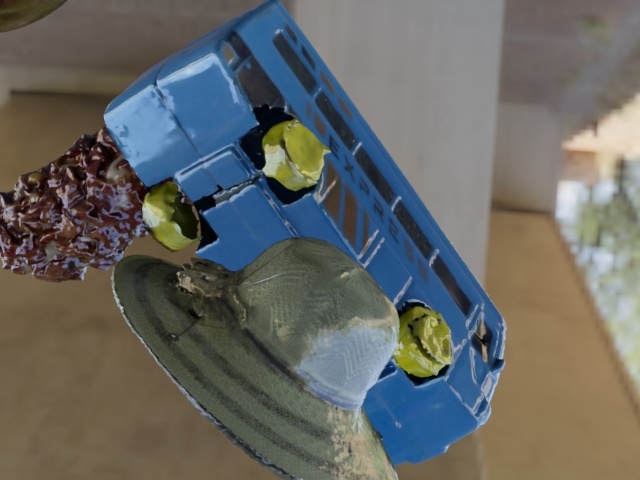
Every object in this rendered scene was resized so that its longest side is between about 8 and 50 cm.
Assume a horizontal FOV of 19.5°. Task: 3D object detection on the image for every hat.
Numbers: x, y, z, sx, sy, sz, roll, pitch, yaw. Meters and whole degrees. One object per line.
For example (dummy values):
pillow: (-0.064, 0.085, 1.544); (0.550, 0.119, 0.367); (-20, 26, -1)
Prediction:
hat: (-0.010, 0.057, 1.238); (0.252, 0.110, 0.252); (38, -168, -10)

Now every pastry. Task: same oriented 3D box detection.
pastry: (-0.187, -0.035, 1.576); (0.208, 0.097, 0.115); (-31, 141, 12)

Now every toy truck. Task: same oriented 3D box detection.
toy truck: (0.000, 0.000, 1.504); (0.161, 0.385, 0.162); (-27, -164, 34)

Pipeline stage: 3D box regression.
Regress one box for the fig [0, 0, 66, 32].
fig: (-0.116, -0.147, 0.740); (0.155, 0.103, 0.109); (-18, 161, 24)
